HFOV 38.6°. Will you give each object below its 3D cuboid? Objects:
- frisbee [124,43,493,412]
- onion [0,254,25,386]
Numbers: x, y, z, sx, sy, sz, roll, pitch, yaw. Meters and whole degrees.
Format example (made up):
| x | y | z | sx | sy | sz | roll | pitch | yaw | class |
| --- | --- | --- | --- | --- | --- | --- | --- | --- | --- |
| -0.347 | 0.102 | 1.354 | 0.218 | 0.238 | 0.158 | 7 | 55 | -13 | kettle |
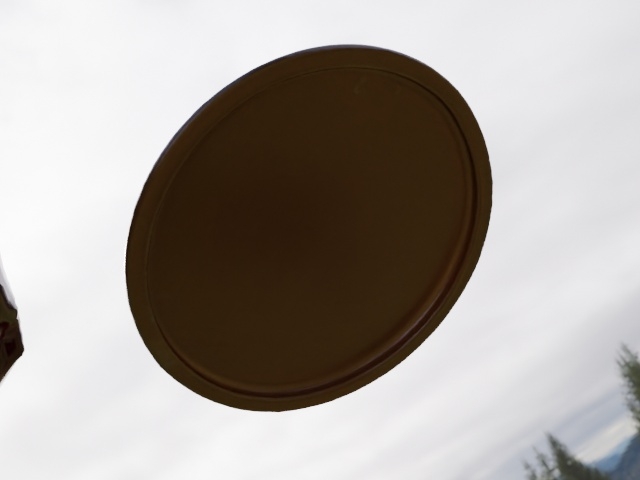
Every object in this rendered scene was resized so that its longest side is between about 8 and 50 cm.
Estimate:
| x | y | z | sx | sy | sz | roll | pitch | yaw | class |
| --- | --- | --- | --- | --- | --- | --- | --- | --- | --- |
| 0.000 | 0.000 | 0.569 | 0.250 | 0.021 | 0.251 | -12 | -59 | -21 | frisbee |
| -0.401 | 0.048 | 0.474 | 0.420 | 0.398 | 0.398 | -50 | -17 | -20 | onion |
